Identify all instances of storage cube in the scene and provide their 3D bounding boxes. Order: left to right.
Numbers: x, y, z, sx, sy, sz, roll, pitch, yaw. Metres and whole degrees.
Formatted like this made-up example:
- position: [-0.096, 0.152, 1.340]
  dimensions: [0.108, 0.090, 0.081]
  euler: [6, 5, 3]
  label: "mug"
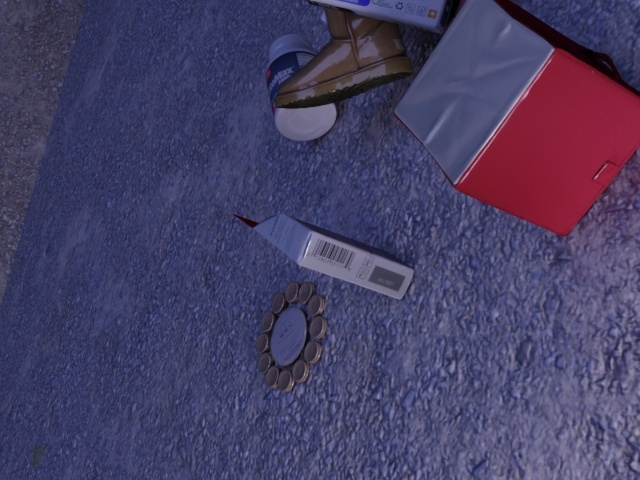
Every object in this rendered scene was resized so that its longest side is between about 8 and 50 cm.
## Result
- position: [0.235, -0.148, 1.083]
  dimensions: [0.215, 0.193, 0.184]
  euler: [-55, 37, 21]
  label: "storage cube"

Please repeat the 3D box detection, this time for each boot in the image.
- position: [0.016, -0.350, 1.388]
  dimensions: [0.236, 0.089, 0.270]
  euler: [-14, 86, 23]
  label: "boot"

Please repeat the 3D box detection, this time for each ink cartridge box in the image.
- position: [0.000, 0.000, 1.347]
  dimensions: [0.066, 0.189, 0.232]
  euler: [-63, 34, 10]
  label: "ink cartridge box"
- position: [0.101, -0.411, 1.283]
  dimensions: [0.206, 0.045, 0.208]
  euler: [18, 93, 18]
  label: "ink cartridge box"

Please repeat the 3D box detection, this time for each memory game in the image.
- position: [-0.049, 0.154, 1.500]
  dimensions: [0.186, 0.012, 0.186]
  euler: [-29, 52, 44]
  label: "memory game"

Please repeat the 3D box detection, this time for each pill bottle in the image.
- position: [-0.039, -0.271, 1.608]
  dimensions: [0.108, 0.108, 0.180]
  euler: [-45, 41, 33]
  label: "pill bottle"

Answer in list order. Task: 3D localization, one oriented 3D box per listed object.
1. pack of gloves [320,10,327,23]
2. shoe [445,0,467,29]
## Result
- position: [0.036, -0.463, 1.449]
  dimensions: [0.232, 0.046, 0.195]
  euler: [-59, 37, 22]
  label: "pack of gloves"
- position: [0.220, -0.367, 1.309]
  dimensions: [0.063, 0.081, 0.178]
  euler: [1, 75, 54]
  label: "shoe"
